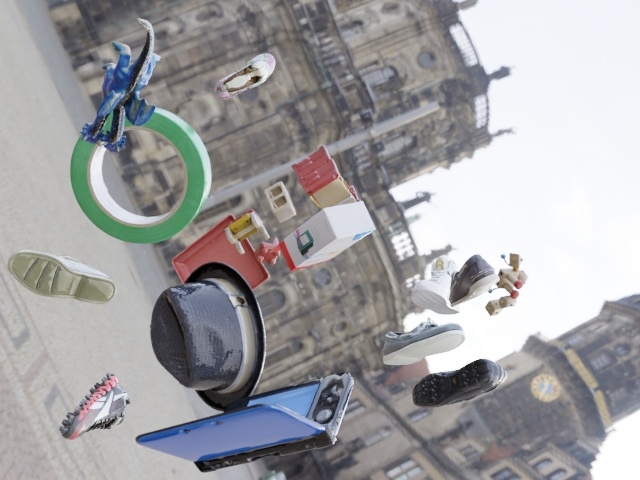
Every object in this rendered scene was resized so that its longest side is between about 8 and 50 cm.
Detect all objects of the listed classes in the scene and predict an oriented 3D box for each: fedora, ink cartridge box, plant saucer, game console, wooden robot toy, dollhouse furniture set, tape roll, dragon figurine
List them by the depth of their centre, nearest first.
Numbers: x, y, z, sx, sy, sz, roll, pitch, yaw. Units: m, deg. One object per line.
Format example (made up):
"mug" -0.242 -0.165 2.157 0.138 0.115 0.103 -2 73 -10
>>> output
"dragon figurine" -0.325 -0.246 1.198 0.289 0.085 0.144 -23 -120 52
"game console" -0.124 0.291 1.244 0.173 0.293 0.250 60 28 -20
"fedora" -0.267 0.208 1.542 0.334 0.152 0.334 -4 -96 45
"wooden robot toy" 0.430 0.097 1.575 0.076 0.079 0.173 49 -44 47
"ink cartridge box" 0.000 0.000 1.664 0.231 0.134 0.078 -36 -106 44
"tape roll" -0.424 -0.156 1.693 0.077 0.321 0.321 -74 143 -74
"dollhouse furniture set" -0.080 -0.082 2.079 0.201 0.374 0.152 54 8 -42
"plant saucer" -0.309 0.092 2.240 0.259 0.258 0.048 56 10 22

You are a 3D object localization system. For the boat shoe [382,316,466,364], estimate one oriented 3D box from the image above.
"boat shoe" 0.261 0.251 1.874 0.319 0.116 0.099 141 -47 -56

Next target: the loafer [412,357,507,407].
"loafer" 0.286 0.306 1.488 0.223 0.078 0.076 -32 -135 40

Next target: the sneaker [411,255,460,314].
"sneaker" 0.357 0.124 2.225 0.292 0.108 0.169 32 55 -58

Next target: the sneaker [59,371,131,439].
"sneaker" -0.636 0.497 2.055 0.135 0.097 0.276 48 22 -6

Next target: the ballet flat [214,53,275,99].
"ballet flat" -0.216 -0.490 2.137 0.077 0.221 0.079 62 -19 -18

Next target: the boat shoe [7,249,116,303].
"boat shoe" -0.715 0.096 1.956 0.302 0.113 0.103 28 1 -39

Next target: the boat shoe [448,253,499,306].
"boat shoe" 0.287 0.078 1.381 0.206 0.075 0.065 104 -38 -72
